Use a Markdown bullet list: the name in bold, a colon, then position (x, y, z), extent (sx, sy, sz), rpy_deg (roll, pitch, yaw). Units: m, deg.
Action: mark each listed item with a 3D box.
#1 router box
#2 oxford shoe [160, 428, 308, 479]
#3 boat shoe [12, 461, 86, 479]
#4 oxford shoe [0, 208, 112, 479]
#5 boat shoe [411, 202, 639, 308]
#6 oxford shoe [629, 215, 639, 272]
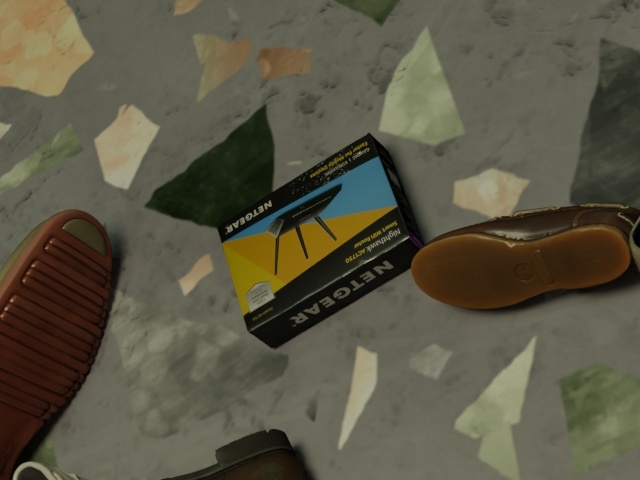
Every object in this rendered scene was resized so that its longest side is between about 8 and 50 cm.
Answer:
- **router box**: position (0.000, 0.000, 1.755), extent (0.179, 0.046, 0.133), rpy_deg (-32, 51, 15)
- **oxford shoe**: position (-0.112, 0.254, 1.635), extent (0.227, 0.083, 0.096), rpy_deg (-28, 58, -4)
- **boat shoe**: position (-0.225, 0.310, 1.705), extent (0.095, 0.084, 0.258), rpy_deg (-41, 49, 8)
- **oxford shoe**: position (-0.341, 0.140, 1.851), extent (0.146, 0.140, 0.397), rpy_deg (13, 70, 46)
- **boat shoe**: position (0.181, 0.010, 1.618), extent (0.207, 0.073, 0.073), rpy_deg (-5, 24, 28)
- **oxford shoe**: position (0.385, -0.080, 1.481), extent (0.348, 0.130, 0.123), rpy_deg (-49, 48, 1)
